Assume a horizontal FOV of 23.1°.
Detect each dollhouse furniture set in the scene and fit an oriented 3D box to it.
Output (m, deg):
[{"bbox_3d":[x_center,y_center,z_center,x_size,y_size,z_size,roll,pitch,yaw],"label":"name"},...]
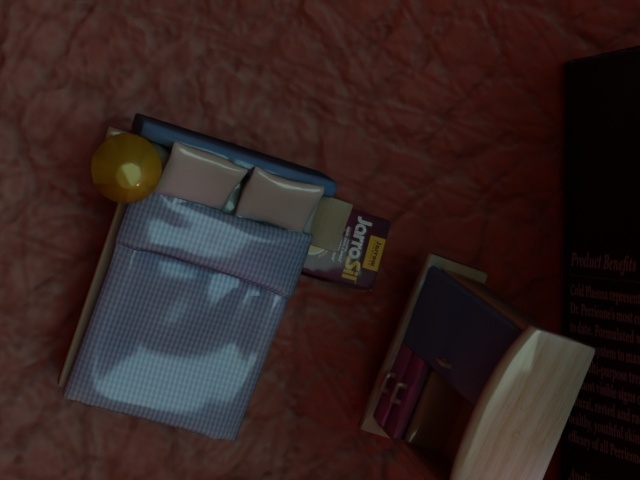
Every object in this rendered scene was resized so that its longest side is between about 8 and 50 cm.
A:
[{"bbox_3d":[-0.036,0.103,0.994,0.303,0.198,0.286,19,97,-17],"label":"dollhouse furniture set"}]

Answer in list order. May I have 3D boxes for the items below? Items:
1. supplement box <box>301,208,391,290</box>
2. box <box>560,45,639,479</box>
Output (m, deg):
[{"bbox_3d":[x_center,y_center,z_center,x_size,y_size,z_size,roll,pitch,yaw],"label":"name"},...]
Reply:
[{"bbox_3d":[0.000,0.000,1.111,0.083,0.043,0.055,16,86,-18],"label":"supplement box"},{"bbox_3d":[0.443,0.097,1.120,0.480,0.297,0.471,0,93,-17],"label":"box"}]
